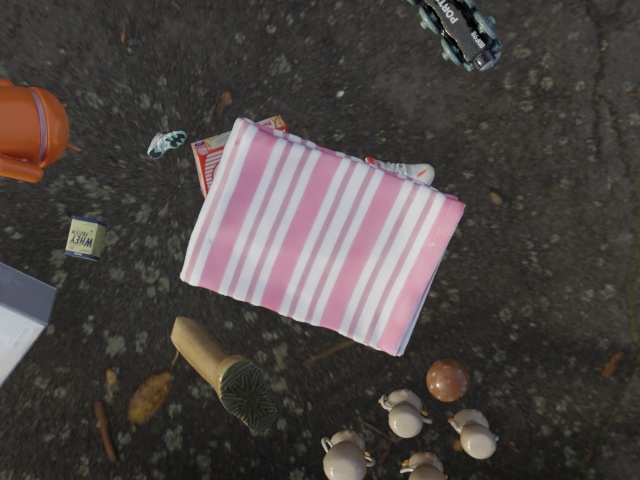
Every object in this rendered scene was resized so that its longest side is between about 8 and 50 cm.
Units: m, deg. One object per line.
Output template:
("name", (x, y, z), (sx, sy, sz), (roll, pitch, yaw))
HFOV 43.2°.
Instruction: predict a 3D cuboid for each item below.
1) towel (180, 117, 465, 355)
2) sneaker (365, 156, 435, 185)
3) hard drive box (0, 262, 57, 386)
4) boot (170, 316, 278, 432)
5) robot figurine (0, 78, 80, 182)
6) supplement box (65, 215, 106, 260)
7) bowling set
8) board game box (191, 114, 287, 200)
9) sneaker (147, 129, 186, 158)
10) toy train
("towel", (0.000, 0.000, 0.647), (0.197, 0.029, 0.144), (20, 103, -5))
("sneaker", (0.108, -0.105, 1.336), (0.161, 0.057, 0.075), (-15, 133, 5))
("hard drive box", (-0.544, 0.106, 1.199), (0.232, 0.089, 0.181), (31, 116, -25))
("boot", (-0.210, 0.233, 1.564), (0.089, 0.269, 0.236), (-36, 140, -19))
("robot figurine", (-0.470, -0.163, 1.195), (0.219, 0.158, 0.128), (-8, 115, -39))
("supplement box", (-0.502, -0.003, 1.735), (0.056, 0.083, 0.083), (11, 84, -1))
("bowling set", (0.160, 0.250, 1.059), (0.287, 0.154, 0.199), (21, 93, 4))
("board game box", (-0.161, -0.168, 1.683), (0.194, 0.146, 0.045), (-21, 54, -13))
("sneaker", (-0.340, -0.228, 1.792), (0.098, 0.069, 0.038), (-26, 128, 13))
("toy train", (0.305, -0.536, 1.878), (0.142, 0.190, 0.334), (-37, 85, 24))
